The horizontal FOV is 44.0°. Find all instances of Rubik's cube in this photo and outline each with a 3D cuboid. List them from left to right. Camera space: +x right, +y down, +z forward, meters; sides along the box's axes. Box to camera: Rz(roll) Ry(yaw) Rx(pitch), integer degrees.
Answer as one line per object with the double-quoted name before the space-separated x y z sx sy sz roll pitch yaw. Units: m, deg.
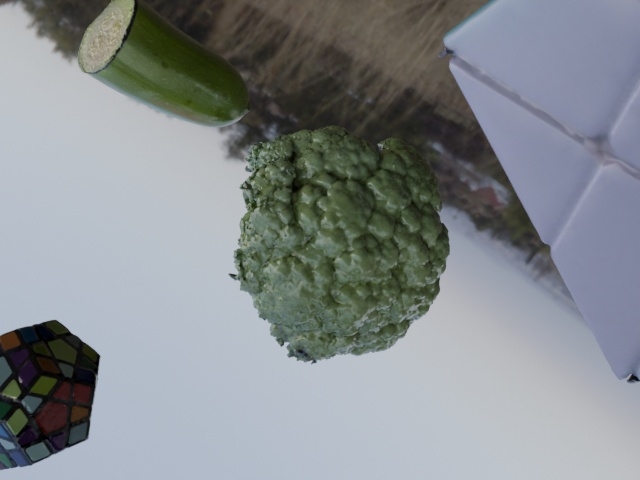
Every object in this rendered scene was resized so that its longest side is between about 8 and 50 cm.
"Rubik's cube" -0.253 0.132 0.684 0.133 0.133 0.112 36 -136 -3
"Rubik's cube" 0.246 -0.083 0.438 0.224 0.231 0.221 -24 -94 -44

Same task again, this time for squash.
"squash" -0.152 -0.172 0.835 0.188 0.095 0.095 28 -168 -43

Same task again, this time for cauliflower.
"cauliflower" 0.000 0.000 0.898 0.272 0.275 0.250 -11 -158 -35
